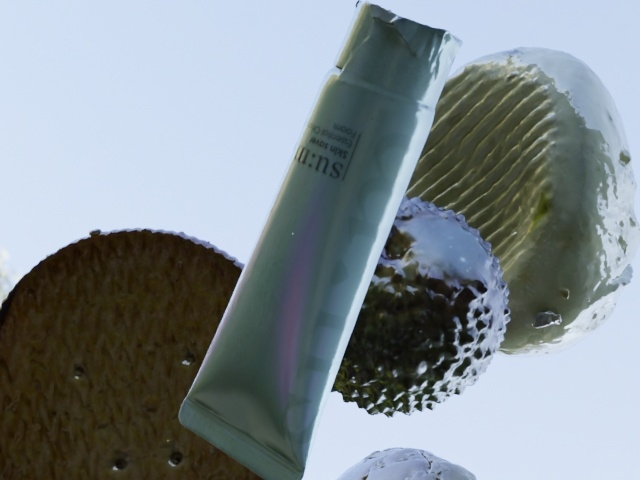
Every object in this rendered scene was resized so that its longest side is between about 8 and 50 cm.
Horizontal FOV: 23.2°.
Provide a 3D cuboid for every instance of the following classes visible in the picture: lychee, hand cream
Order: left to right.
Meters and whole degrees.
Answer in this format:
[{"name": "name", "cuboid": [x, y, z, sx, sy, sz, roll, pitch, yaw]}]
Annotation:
[{"name": "hand cream", "cuboid": [0.000, 0.000, 0.663, 0.078, 0.050, 0.204, 26, -83, 37]}, {"name": "lychee", "cuboid": [0.056, 0.054, 1.116, 0.171, 0.171, 0.171, 26, -49, 34]}]

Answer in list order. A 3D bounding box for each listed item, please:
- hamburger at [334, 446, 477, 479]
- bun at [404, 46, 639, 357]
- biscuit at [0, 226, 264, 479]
[{"name": "hamburger", "cuboid": [0.059, 0.292, 1.477, 0.132, 0.211, 0.309, 51, -19, -12]}, {"name": "bun", "cuboid": [0.171, -0.027, 1.321, 0.259, 0.160, 0.259, -7, -100, 45]}, {"name": "biscuit", "cuboid": [-0.159, 0.137, 1.384, 0.305, 0.305, 0.038, 53, 0, 7]}]
